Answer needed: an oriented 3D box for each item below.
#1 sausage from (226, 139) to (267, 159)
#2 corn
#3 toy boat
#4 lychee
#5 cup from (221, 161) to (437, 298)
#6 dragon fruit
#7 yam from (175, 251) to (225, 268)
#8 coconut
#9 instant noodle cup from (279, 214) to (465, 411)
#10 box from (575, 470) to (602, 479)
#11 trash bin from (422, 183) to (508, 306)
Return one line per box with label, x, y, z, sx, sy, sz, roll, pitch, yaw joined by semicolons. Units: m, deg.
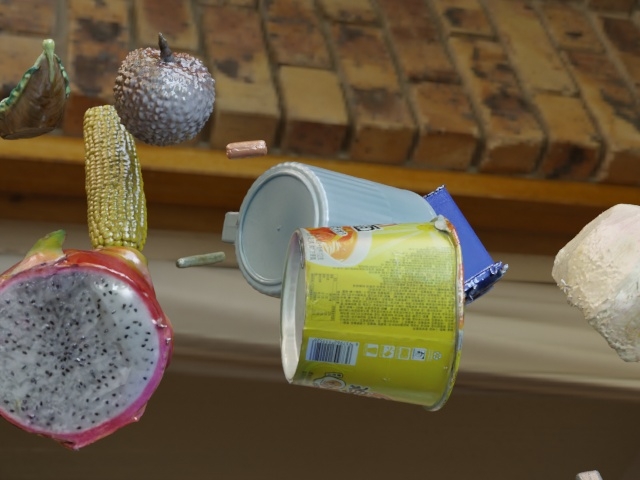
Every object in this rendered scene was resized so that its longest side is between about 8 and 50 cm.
sausage;-0.148;-0.181;2.285;0.034;0.083;0.034;172;-90;-73
corn;-0.349;-0.091;1.940;0.101;0.101;0.310;117;-31;-54
toy boat;-0.428;-0.206;1.692;0.293;0.108;0.099;-20;-99;62
lychee;-0.246;-0.238;1.806;0.165;0.165;0.197;-107;-151;-52
cup;0.011;-0.016;2.121;0.331;0.311;0.257;44;-69;41
dragon fruit;-0.339;0.134;1.594;0.189;0.290;0.291;-114;-149;-75
yam;-0.206;0.034;1.955;0.021;0.116;0.021;5;-80;34
coconut;0.617;0.075;2.206;0.254;0.297;0.297;-44;-149;14
instant noodle cup;0.058;0.092;1.495;0.264;0.200;0.264;-177;-90;-80
box;0.590;0.592;2.367;0.244;0.055;0.103;-102;-176;-60
trash bin;0.249;0.019;2.326;0.162;0.184;0.235;-29;-90;52
